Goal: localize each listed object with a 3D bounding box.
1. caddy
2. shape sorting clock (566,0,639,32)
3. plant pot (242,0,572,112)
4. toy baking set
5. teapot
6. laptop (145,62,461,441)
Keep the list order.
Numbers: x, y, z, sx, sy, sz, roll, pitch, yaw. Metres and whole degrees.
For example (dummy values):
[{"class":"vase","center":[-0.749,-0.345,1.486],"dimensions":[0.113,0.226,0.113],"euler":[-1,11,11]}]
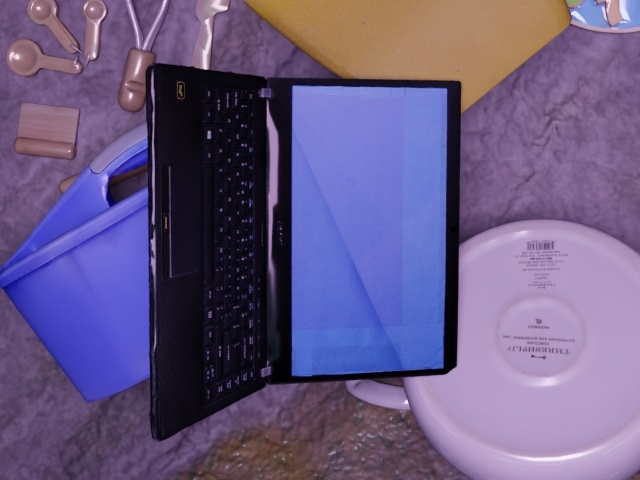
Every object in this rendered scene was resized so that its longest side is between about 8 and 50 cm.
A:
[{"class":"caddy","center":[-0.116,-0.016,0.948],"dimensions":[0.341,0.241,0.179],"euler":[-29,96,8]},{"class":"shape sorting clock","center":[0.265,-0.287,0.974],"dimensions":[0.206,0.040,0.206],"euler":[1,95,7]},{"class":"plant pot","center":[0.090,-0.218,0.916],"dimensions":[0.212,0.212,0.187],"euler":[-40,103,20]},{"class":"toy baking set","center":[-0.186,-0.159,1.046],"dimensions":[0.256,0.030,0.197],"euler":[-18,93,8]},{"class":"teapot","center":[0.188,0.117,0.959],"dimensions":[0.252,0.187,0.256],"euler":[-41,63,-10]},{"class":"laptop","center":[0.000,0.000,0.770],"dimensions":[0.136,0.264,0.234],"euler":[2,95,21]}]
